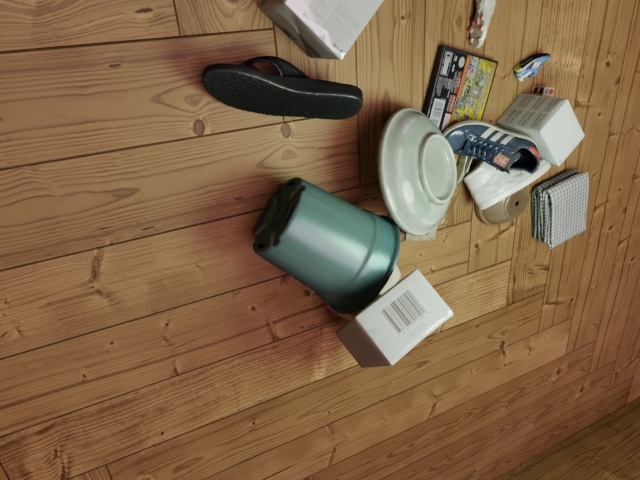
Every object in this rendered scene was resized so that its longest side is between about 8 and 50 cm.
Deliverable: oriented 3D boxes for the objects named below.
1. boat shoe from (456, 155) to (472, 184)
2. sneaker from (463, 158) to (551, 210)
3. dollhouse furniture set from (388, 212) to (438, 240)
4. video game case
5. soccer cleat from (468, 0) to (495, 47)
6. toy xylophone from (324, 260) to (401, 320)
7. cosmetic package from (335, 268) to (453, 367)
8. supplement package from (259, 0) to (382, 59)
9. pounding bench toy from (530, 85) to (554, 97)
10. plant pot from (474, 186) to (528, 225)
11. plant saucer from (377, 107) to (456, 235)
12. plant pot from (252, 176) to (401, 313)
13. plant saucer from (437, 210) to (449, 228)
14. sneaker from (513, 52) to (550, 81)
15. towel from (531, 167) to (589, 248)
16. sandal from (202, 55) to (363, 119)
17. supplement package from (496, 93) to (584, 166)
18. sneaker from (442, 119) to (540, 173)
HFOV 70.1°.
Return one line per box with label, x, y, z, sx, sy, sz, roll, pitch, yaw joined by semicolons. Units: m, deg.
boat shoe;0.526;-0.268;1.672;0.043;0.049;0.137;8;103;-32
sneaker;0.672;-0.255;1.664;0.292;0.108;0.169;-31;89;7
dollhouse furniture set;0.329;-0.108;1.589;0.129;0.129;0.184;-1;113;-27
video game case;0.469;-0.492;1.551;0.248;0.035;0.275;2;110;-28
soccer cleat;0.526;-0.723;1.463;0.076;0.068;0.196;-12;113;-26
toy xylophone;0.157;0.145;1.619;0.322;0.081;0.236;-35;137;-12
cosmetic package;0.202;0.259;1.402;0.230;0.453;0.161;-36;80;-13
supplement package;0.021;-0.634;1.158;0.199;0.198;0.263;34;94;-33
pounding bench toy;0.824;-0.529;1.699;0.052;0.065;0.083;-7;115;-25
plant pot;0.731;-0.159;1.788;0.237;0.110;0.237;-11;117;-23
plant saucer;0.328;-0.216;1.408;0.400;0.100;0.401;4;85;-47
plant pot;0.000;0.000;1.369;0.334;0.341;0.341;29;96;-25
plant saucer;0.451;-0.085;1.730;0.083;0.015;0.083;-11;116;-23
sneaker;0.759;-0.624;1.634;0.144;0.053;0.059;-30;121;-3
towel;1.019;-0.138;1.943;0.235;0.121;0.284;-25;119;-18
sandal;-0.098;-0.417;1.238;0.445;0.167;0.107;2;73;-25
supplement package;0.796;-0.405;1.656;0.149;0.203;0.194;-50;125;0
sneaker;0.583;-0.303;1.540;0.350;0.148;0.131;6;138;-6
